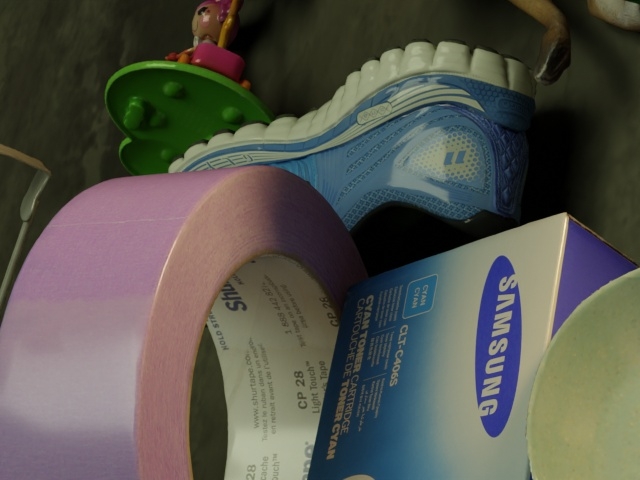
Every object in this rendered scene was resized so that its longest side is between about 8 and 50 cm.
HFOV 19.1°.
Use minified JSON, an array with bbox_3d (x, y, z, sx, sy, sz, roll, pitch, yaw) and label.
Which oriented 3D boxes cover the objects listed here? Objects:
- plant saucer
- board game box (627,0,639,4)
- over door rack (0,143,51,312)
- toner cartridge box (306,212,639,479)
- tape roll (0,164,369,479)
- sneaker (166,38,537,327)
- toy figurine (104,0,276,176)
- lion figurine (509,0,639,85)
[{"bbox_3d":[0.191,0.101,0.892,0.037,0.195,0.195,95,177,-64],"label":"plant saucer"},{"bbox_3d":[0.215,-0.269,0.967,0.064,0.242,0.317,115,168,-76],"label":"board game box"},{"bbox_3d":[-0.179,0.124,1.327,0.239,0.108,0.324,41,125,52],"label":"over door rack"},{"bbox_3d":[0.060,0.168,0.936,0.165,0.075,0.348,-20,48,44],"label":"toner cartridge box"},{"bbox_3d":[-0.057,0.100,1.005,0.090,0.275,0.275,-3,68,28],"label":"tape roll"},{"bbox_3d":[0.000,0.000,1.175,0.330,0.129,0.147,-28,55,47],"label":"sneaker"},{"bbox_3d":[-0.076,-0.138,1.385,0.173,0.130,0.159,128,162,-59],"label":"toy figurine"},{"bbox_3d":[0.136,-0.292,1.157,0.240,0.142,0.392,20,92,62],"label":"lion figurine"}]
